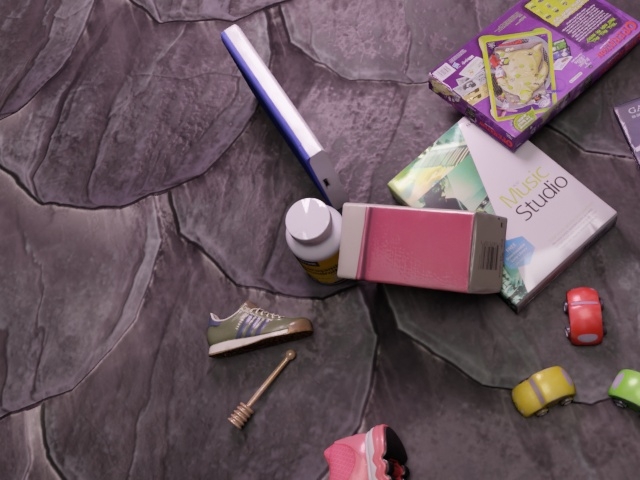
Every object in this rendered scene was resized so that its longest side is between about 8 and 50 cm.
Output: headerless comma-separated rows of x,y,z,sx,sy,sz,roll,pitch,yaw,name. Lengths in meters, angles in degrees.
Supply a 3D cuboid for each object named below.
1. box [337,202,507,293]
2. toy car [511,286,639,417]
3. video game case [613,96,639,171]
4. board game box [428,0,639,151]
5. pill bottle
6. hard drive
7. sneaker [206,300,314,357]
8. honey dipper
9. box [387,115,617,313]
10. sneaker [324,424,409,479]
0.164,0.012,1.341,0.232,0.149,0.126,5,91,32,box
0.441,0.204,1.286,0.225,0.053,0.239,28,77,23,toy car
0.623,-0.140,1.356,0.196,0.026,0.274,-19,61,12,video game case
0.388,-0.330,1.495,0.347,0.056,0.208,-39,59,-15,board game box
0.000,0.000,1.411,0.103,0.184,0.103,-5,66,13,pill bottle
-0.063,-0.219,1.504,0.040,0.210,0.318,-33,64,0,hard drive
-0.112,0.142,1.445,0.192,0.064,0.086,-15,70,11,sneaker
-0.096,0.251,1.420,0.030,0.030,0.160,34,75,24,honey dipper
0.306,-0.064,1.431,0.232,0.058,0.322,-42,63,-5,box
0.068,0.447,1.266,0.136,0.116,0.313,-15,60,23,sneaker
